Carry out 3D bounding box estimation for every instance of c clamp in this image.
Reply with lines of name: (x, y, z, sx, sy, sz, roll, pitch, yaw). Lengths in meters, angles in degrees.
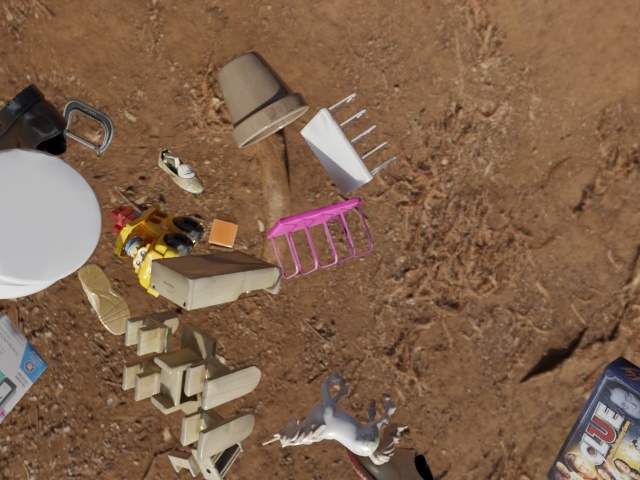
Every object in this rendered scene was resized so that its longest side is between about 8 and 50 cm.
c clamp: (-0.552, -0.252, 1.089, 0.022, 0.160, 0.137, -39, 149, -70)

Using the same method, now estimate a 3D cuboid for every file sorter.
file sorter: (0.104, -0.336, 1.631, 0.173, 0.193, 0.278, -37, 95, -25)
file sorter: (0.000, 0.000, 1.568, 0.290, 0.202, 0.182, -17, 84, -20)

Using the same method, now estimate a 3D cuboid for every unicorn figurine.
unicorn figurine: (0.021, 0.223, 0.581, 0.060, 0.161, 0.111, 86, 28, -43)

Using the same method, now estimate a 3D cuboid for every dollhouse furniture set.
dollhouse furniture set: (-0.166, 0.149, 0.708, 0.161, 0.212, 0.242, -6, 109, -50)
dollhouse furniture set: (-0.368, 0.644, 1.465, 0.129, 0.183, 0.129, -47, 127, -53)

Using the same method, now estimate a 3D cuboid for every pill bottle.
pill bottle: (-0.388, -0.010, 0.548, 0.161, 0.283, 0.161, 10, 77, -50)

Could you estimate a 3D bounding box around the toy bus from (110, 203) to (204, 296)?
toy bus: (-0.406, 0.002, 1.102, 0.211, 0.220, 0.149, 30, 109, -12)

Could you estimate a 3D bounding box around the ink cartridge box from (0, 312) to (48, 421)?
ink cartridge box: (-0.845, 0.331, 1.085, 0.270, 0.197, 0.198, -71, 152, -51)

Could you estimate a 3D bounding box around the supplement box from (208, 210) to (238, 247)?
supplement box: (-0.304, -0.039, 1.481, 0.080, 0.233, 0.078, 14, 96, -13)

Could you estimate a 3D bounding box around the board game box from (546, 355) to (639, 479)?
board game box: (0.416, 0.296, 0.612, 0.042, 0.165, 0.243, -16, 127, -29)

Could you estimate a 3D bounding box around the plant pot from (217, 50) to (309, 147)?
plant pot: (-0.201, -0.448, 1.453, 0.263, 0.263, 0.229, -36, 102, -28)

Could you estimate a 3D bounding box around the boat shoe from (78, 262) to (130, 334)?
boat shoe: (-0.460, 0.121, 0.999, 0.063, 0.059, 0.170, -27, 108, -25)

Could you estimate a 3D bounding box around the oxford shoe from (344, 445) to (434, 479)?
oxford shoe: (0.194, 0.570, 1.155, 0.140, 0.397, 0.146, 42, 83, -31)

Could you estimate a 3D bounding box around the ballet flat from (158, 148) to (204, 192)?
ballet flat: (-0.445, -0.224, 1.471, 0.073, 0.206, 0.067, -37, 151, -37)

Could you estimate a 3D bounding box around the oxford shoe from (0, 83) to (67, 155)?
oxford shoe: (-0.476, -0.164, 0.765, 0.096, 0.227, 0.083, 46, 57, -27)
